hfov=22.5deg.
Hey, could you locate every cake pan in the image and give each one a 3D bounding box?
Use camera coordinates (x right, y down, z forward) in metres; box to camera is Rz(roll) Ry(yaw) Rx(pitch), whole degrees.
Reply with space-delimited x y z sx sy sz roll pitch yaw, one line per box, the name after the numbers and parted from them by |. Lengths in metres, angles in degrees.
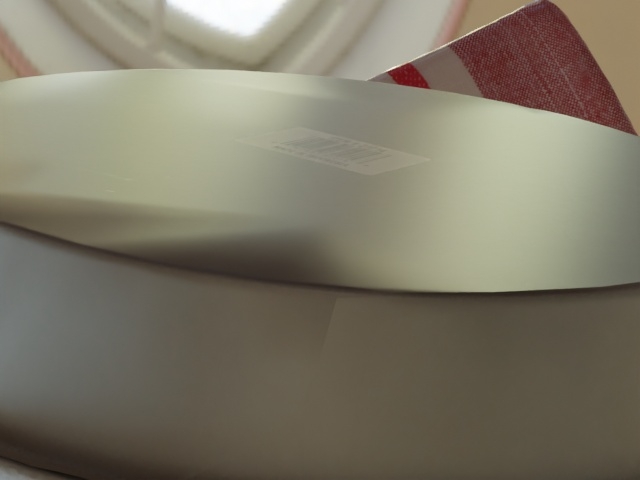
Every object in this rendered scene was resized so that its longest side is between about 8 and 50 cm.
0.000 0.000 0.473 0.293 0.054 0.293 5 -164 -1 | cake pan

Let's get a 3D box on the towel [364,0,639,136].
0.028 0.047 0.714 0.329 0.037 0.237 -26 -103 -18 | towel
